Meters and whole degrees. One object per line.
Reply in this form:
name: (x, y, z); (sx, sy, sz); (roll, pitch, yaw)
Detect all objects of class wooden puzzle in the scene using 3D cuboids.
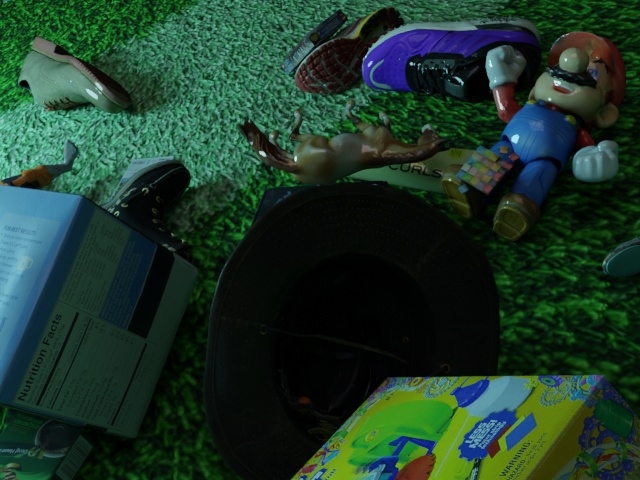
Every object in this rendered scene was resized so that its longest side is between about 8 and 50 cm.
wooden puzzle: (0.201, -0.087, 0.851); (0.049, 0.006, 0.083); (36, 81, 28)

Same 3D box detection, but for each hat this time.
hat: (0.028, 0.110, 0.730); (0.331, 0.331, 0.134); (-32, 3, -12)

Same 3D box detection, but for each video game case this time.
video game case: (-0.308, -0.100, 1.199); (0.087, 0.011, 0.122); (-2, 46, 19)

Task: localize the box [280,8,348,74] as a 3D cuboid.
box: (-0.014, -0.365, 1.287); (0.094, 0.027, 0.137); (-43, 8, -23)

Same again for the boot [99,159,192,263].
boot: (-0.243, -0.018, 1.046); (0.178, 0.085, 0.236); (27, 52, 29)

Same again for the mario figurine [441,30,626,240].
mario figurine: (0.292, -0.167, 0.907); (0.320, 0.198, 0.170); (-51, 8, -20)

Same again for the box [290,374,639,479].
box: (0.067, 0.254, 0.471); (0.290, 0.177, 0.279); (-42, 6, -24)

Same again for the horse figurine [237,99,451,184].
horse figurine: (0.024, -0.134, 0.964); (0.263, 0.066, 0.174); (-10, 40, -11)

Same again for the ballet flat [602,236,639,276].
ballet flat: (0.375, 0.012, 0.808); (0.114, 0.041, 0.041); (-21, 43, -1)

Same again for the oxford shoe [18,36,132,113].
oxford shoe: (-0.514, -0.312, 1.446); (0.348, 0.123, 0.130); (32, 90, 39)

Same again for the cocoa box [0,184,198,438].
cocoa box: (-0.377, 0.073, 0.845); (0.347, 0.228, 0.231); (8, 71, 28)

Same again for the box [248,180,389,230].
box: (0.000, 0.000, 0.929); (0.180, 0.077, 0.147); (-2, 45, 20)

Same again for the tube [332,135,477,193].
tube: (0.127, -0.111, 1.010); (0.240, 0.070, 0.062); (12, 9, 23)

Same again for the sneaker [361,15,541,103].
sneaker: (0.205, -0.276, 1.113); (0.293, 0.102, 0.146); (-6, 45, 15)

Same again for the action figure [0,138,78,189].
action figure: (-0.517, -0.027, 1.144); (0.341, 0.178, 0.330); (19, 56, -2)

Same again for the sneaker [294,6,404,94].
sneaker: (0.048, -0.338, 1.266); (0.225, 0.088, 0.093); (-35, 21, -13)

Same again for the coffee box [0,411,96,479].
coffee box: (-0.355, 0.291, 0.796); (0.113, 0.040, 0.184); (7, 49, 27)
